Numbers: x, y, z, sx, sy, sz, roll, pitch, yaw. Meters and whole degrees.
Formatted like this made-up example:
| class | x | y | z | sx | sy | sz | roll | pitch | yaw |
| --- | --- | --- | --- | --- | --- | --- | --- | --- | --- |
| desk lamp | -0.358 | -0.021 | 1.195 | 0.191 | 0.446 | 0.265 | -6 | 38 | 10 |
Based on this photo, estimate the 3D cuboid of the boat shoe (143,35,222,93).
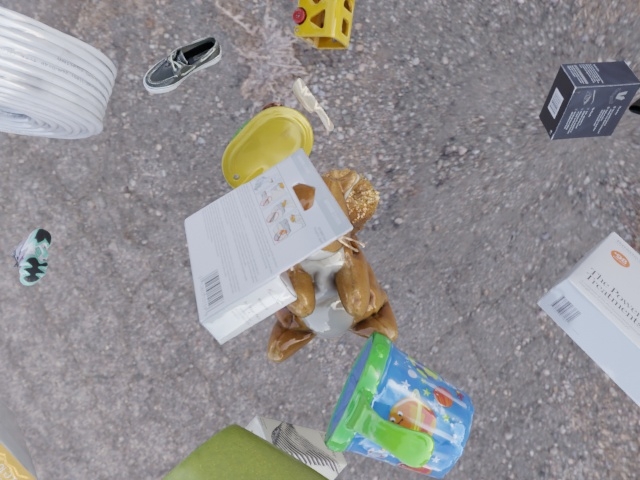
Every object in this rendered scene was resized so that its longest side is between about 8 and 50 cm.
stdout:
| class | x | y | z | sx | sy | sz | roll | pitch | yaw |
| --- | --- | --- | --- | --- | --- | --- | --- | --- | --- |
| boat shoe | -0.355 | -0.452 | 1.351 | 0.219 | 0.070 | 0.077 | -33 | 86 | -5 |

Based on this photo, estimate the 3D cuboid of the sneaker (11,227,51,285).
| class | x | y | z | sx | sy | sz | roll | pitch | yaw |
| --- | --- | --- | --- | --- | --- | --- | --- | --- | --- |
| sneaker | -0.447 | 0.034 | 0.812 | 0.069 | 0.038 | 0.098 | -23 | 47 | 25 |

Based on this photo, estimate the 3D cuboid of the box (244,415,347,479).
| class | x | y | z | sx | sy | sz | roll | pitch | yaw |
| --- | --- | --- | --- | --- | --- | --- | --- | --- | --- |
| box | -0.070 | 0.536 | 1.353 | 0.094 | 0.275 | 0.113 | -52 | 40 | 12 |

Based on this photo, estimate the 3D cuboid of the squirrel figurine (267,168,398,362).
| class | x | y | z | sx | sy | sz | roll | pitch | yaw |
| --- | --- | --- | --- | --- | --- | --- | --- | --- | --- |
| squirrel figurine | 0.000 | 0.000 | 1.143 | 0.282 | 0.396 | 0.370 | -7 | 128 | 11 |

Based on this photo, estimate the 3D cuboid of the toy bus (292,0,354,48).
| class | x | y | z | sx | sy | sz | roll | pitch | yaw |
| --- | --- | --- | --- | --- | --- | --- | --- | --- | --- |
| toy bus | 0.020 | -0.471 | 1.027 | 0.105 | 0.190 | 0.202 | 11 | 143 | 26 |

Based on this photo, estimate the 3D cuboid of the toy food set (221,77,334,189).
| class | x | y | z | sx | sy | sz | roll | pitch | yaw |
| --- | --- | --- | --- | --- | --- | --- | --- | --- | --- |
| toy food set | -0.086 | -0.183 | 0.956 | 0.218 | 0.128 | 0.071 | -43 | 36 | 10 |

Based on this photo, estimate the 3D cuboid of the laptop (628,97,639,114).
| class | x | y | z | sx | sy | sz | roll | pitch | yaw |
| --- | --- | --- | --- | --- | --- | --- | --- | --- | --- |
| laptop | 1.001 | -0.273 | 1.157 | 0.382 | 0.408 | 0.236 | -39 | 125 | 0 |

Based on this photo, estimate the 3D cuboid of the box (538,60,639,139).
| class | x | y | z | sx | sy | sz | roll | pitch | yaw |
| --- | --- | --- | --- | --- | --- | --- | --- | --- | --- |
| box | 0.628 | -0.328 | 1.258 | 0.159 | 0.093 | 0.155 | -4 | 143 | -4 |

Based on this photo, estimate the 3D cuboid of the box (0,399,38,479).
| class | x | y | z | sx | sy | sz | roll | pitch | yaw |
| --- | --- | --- | --- | --- | --- | --- | --- | --- | --- |
| box | -0.562 | 0.289 | 0.613 | 0.168 | 0.345 | 0.214 | 25 | 142 | 47 |

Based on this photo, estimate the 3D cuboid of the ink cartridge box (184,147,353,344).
| class | x | y | z | sx | sy | sz | roll | pitch | yaw |
| --- | --- | --- | --- | --- | --- | --- | --- | --- | --- |
| ink cartridge box | -0.085 | -0.007 | 0.814 | 0.239 | 0.275 | 0.060 | -31 | 127 | 2 |

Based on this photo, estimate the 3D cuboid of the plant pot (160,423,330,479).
| class | x | y | z | sx | sy | sz | roll | pitch | yaw |
| --- | --- | --- | --- | --- | --- | --- | --- | --- | --- |
| plant pot | -0.041 | 0.336 | 0.513 | 0.293 | 0.275 | 0.274 | 46 | 117 | 14 |

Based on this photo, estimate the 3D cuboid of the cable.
| class | x | y | z | sx | sy | sz | roll | pitch | yaw |
| --- | --- | --- | --- | --- | --- | --- | --- | --- | --- |
| cable | -0.351 | -0.172 | 0.550 | 0.257 | 0.257 | 0.089 | 6 | 87 | 26 |

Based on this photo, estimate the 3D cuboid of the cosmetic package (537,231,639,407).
| class | x | y | z | sx | sy | sz | roll | pitch | yaw |
| --- | --- | --- | --- | --- | --- | --- | --- | --- | --- |
| cosmetic package | 0.652 | 0.184 | 1.059 | 0.377 | 0.285 | 0.097 | 48 | 134 | 16 |

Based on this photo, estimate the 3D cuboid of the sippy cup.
| class | x | y | z | sx | sy | sz | roll | pitch | yaw |
| --- | --- | --- | --- | --- | --- | --- | --- | --- | --- |
| sippy cup | 0.155 | 0.324 | 1.012 | 0.224 | 0.305 | 0.240 | 25 | 128 | 3 |
